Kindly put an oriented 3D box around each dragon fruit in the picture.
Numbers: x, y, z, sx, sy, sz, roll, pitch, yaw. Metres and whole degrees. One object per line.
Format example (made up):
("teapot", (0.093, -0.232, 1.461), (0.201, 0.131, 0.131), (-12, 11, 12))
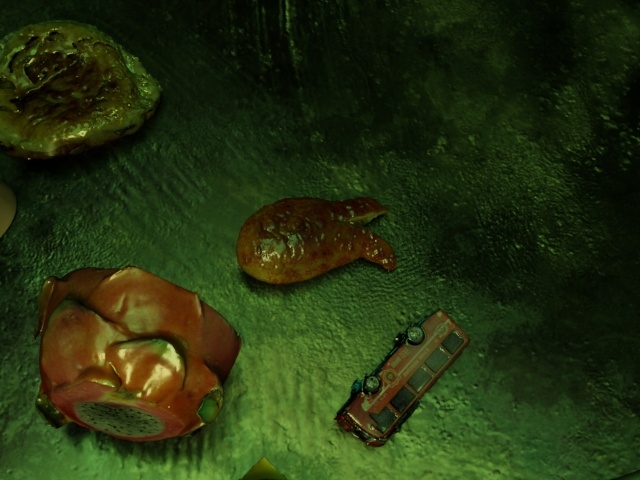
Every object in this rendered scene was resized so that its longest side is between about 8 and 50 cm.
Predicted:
("dragon fruit", (-0.252, 0.170, 1.119), (0.291, 0.290, 0.189), (13, 62, 1))

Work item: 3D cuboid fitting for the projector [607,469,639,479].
("projector", (0.359, 0.454, 1.070), (0.249, 0.248, 0.248), (-16, 69, -11))

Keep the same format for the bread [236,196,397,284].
("bread", (-0.005, -0.007, 1.327), (0.269, 0.095, 0.139), (-8, 75, -12))

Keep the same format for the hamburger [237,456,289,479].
("hamburger", (-0.065, 0.423, 1.078), (0.243, 0.138, 0.262), (31, 35, 23))

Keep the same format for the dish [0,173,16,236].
("dish", (-0.598, -0.068, 1.305), (0.213, 0.090, 0.213), (1, 67, -3))

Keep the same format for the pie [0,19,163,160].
("pie", (-0.436, -0.261, 1.405), (0.308, 0.085, 0.308), (1, 66, -3))

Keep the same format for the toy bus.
("toy bus", (0.124, 0.205, 1.259), (0.096, 0.073, 0.235), (42, 69, 6))
